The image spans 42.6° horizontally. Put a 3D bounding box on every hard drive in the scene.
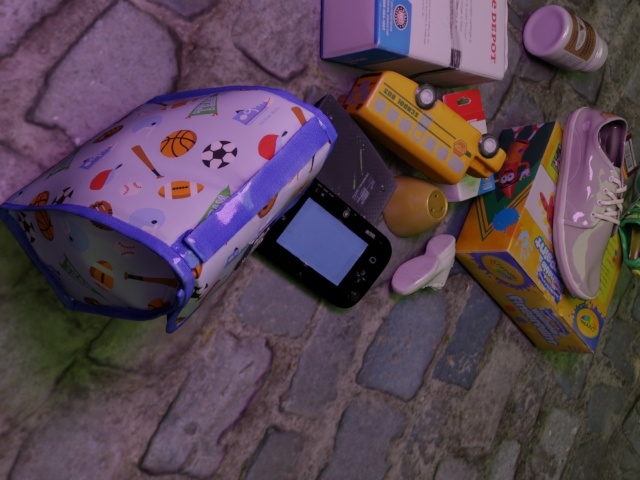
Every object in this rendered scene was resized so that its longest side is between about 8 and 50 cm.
[{"bbox_3d":[0.038,-0.136,1.582,0.255,0.054,0.172,49,58,-31],"label":"hard drive"}]

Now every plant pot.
[{"bbox_3d":[0.209,-0.073,1.714,0.134,0.095,0.134,0,90,-44],"label":"plant pot"}]

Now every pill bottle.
[{"bbox_3d":[0.631,-0.503,2.088,0.229,0.131,0.131,9,83,-43],"label":"pill bottle"}]

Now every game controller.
[{"bbox_3d":[0.000,0.000,1.513,0.166,0.067,0.319,-48,127,7],"label":"game controller"}]

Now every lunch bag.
[{"bbox_3d":[-0.196,-0.052,1.139,0.328,0.385,0.239,-48,120,-33],"label":"lunch bag"}]

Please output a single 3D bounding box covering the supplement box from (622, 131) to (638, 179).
[{"bbox_3d":[0.706,-0.210,2.116,0.080,0.188,0.104,-30,110,-41],"label":"supplement box"}]

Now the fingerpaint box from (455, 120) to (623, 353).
[{"bbox_3d":[0.548,0.002,1.985,0.445,0.163,0.371,43,61,-34],"label":"fingerpaint box"}]

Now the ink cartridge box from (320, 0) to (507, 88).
[{"bbox_3d":[0.198,-0.482,1.658,0.394,0.166,0.286,3,88,-42],"label":"ink cartridge box"}]

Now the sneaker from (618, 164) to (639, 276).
[{"bbox_3d":[0.817,-0.058,2.055,0.123,0.109,0.296,21,74,-46],"label":"sneaker"}]

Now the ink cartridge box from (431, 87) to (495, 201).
[{"bbox_3d":[0.303,-0.210,1.814,0.134,0.078,0.231,-19,102,-40],"label":"ink cartridge box"}]

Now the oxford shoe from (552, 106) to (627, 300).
[{"bbox_3d":[0.621,-0.089,1.858,0.169,0.130,0.450,12,81,-44],"label":"oxford shoe"}]

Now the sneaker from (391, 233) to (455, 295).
[{"bbox_3d":[0.232,0.075,1.755,0.212,0.080,0.094,-37,126,-38],"label":"sneaker"}]

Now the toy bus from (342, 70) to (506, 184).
[{"bbox_3d":[0.213,-0.218,1.651,0.332,0.108,0.130,33,83,-24],"label":"toy bus"}]
